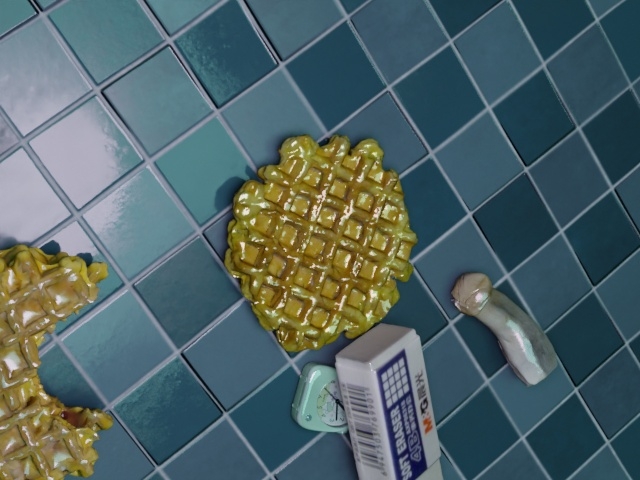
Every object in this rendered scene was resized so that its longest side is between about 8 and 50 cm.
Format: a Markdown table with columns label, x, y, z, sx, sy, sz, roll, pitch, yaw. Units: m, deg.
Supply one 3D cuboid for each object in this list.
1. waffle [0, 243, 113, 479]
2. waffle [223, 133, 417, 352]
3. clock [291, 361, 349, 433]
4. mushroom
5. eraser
| label | x | y | z | sx | sy | sz | roll | pitch | yaw |
| --- | --- | --- | --- | --- | --- | --- | --- | --- | --- |
| waffle | -0.406 | 0.167 | 1.469 | 0.261 | 0.151 | 0.324 | -3 | 94 | -17 |
| waffle | 0.000 | 0.000 | 1.657 | 0.302 | 0.068 | 0.324 | -25 | 103 | -18 |
| clock | 0.026 | 0.248 | 1.711 | 0.135 | 0.041 | 0.101 | 17 | 90 | -24 |
| mushroom | 0.298 | 0.138 | 1.788 | 0.223 | 0.081 | 0.092 | 51 | 57 | -16 |
| eraser | 0.107 | 0.277 | 1.690 | 0.124 | 0.081 | 0.278 | -31 | 118 | -43 |
